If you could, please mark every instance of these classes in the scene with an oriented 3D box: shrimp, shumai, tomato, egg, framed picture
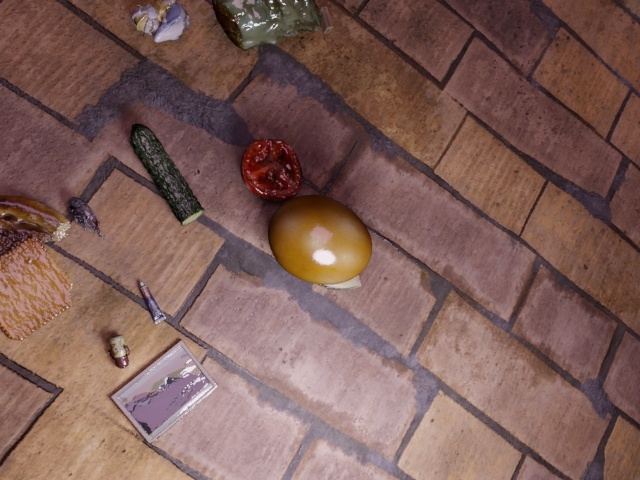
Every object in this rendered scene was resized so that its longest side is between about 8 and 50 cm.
[{"bbox_3d":[-0.712,-0.064,1.800,0.165,0.065,0.057,58,33,1],"label":"shrimp"},{"bbox_3d":[-0.202,-0.815,2.015,0.323,0.397,0.324,-34,71,8],"label":"shumai"},{"bbox_3d":[-0.170,-0.230,2.003,0.228,0.101,0.227,7,73,-24],"label":"tomato"},{"bbox_3d":[0.000,0.000,1.918,0.351,0.282,0.282,18,75,-15],"label":"egg"},{"bbox_3d":[-0.473,0.462,1.812,0.265,0.018,0.192,-40,95,-21],"label":"framed picture"}]

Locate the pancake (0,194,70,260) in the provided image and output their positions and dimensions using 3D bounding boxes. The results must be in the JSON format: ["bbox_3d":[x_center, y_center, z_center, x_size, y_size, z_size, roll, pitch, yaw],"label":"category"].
[{"bbox_3d":[-0.904,-0.015,1.729,0.266,0.057,0.244,26,74,-14],"label":"pancake"}]

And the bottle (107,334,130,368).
[{"bbox_3d":[-0.603,0.336,1.774,0.047,0.063,0.101,-14,87,-49],"label":"bottle"}]

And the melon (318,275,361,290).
[{"bbox_3d":[0.047,0.132,2.035,0.182,0.054,0.097,-11,78,-21],"label":"melon"}]

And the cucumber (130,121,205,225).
[{"bbox_3d":[-0.505,-0.218,1.889,0.096,0.096,0.359,-34,90,-21],"label":"cucumber"}]

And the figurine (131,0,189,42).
[{"bbox_3d":[-0.528,-0.749,1.962,0.184,0.128,0.208,7,70,-15],"label":"figurine"}]

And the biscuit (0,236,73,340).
[{"bbox_3d":[-0.861,0.141,1.719,0.232,0.013,0.236,-37,100,-16],"label":"biscuit"}]

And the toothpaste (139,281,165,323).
[{"bbox_3d":[-0.529,0.191,1.841,0.037,0.021,0.139,-27,92,-17],"label":"toothpaste"}]

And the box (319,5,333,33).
[{"bbox_3d":[0.017,-0.820,2.197,0.024,0.053,0.083,-14,86,-21],"label":"box"}]
